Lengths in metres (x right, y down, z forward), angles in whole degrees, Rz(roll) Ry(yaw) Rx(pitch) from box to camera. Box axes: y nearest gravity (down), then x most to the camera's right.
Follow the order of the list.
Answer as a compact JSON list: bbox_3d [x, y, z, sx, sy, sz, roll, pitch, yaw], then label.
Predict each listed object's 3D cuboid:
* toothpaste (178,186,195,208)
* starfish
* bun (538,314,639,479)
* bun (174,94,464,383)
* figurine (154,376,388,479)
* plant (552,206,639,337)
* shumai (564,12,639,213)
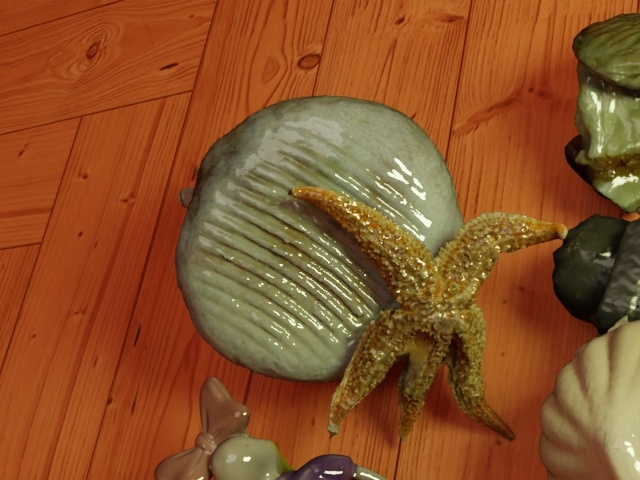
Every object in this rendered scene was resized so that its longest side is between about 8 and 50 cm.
[{"bbox_3d":[-0.080,-0.066,1.788,0.301,0.048,0.075,-2,57,34],"label":"toothpaste"},{"bbox_3d":[0.098,0.102,1.378,0.301,0.294,0.084,7,17,4],"label":"starfish"},{"bbox_3d":[0.312,0.201,1.155,0.263,0.175,0.263,2,94,28],"label":"bun"},{"bbox_3d":[0.000,0.000,1.520,0.362,0.362,0.211,-43,1,6],"label":"bun"},{"bbox_3d":[-0.012,0.304,1.387,0.421,0.193,0.154,24,81,49],"label":"figurine"},{"bbox_3d":[0.360,0.047,1.309,0.256,0.142,0.164,15,73,39],"label":"plant"},{"bbox_3d":[0.413,-0.155,1.428,0.271,0.204,0.222,-8,24,4],"label":"shumai"}]
